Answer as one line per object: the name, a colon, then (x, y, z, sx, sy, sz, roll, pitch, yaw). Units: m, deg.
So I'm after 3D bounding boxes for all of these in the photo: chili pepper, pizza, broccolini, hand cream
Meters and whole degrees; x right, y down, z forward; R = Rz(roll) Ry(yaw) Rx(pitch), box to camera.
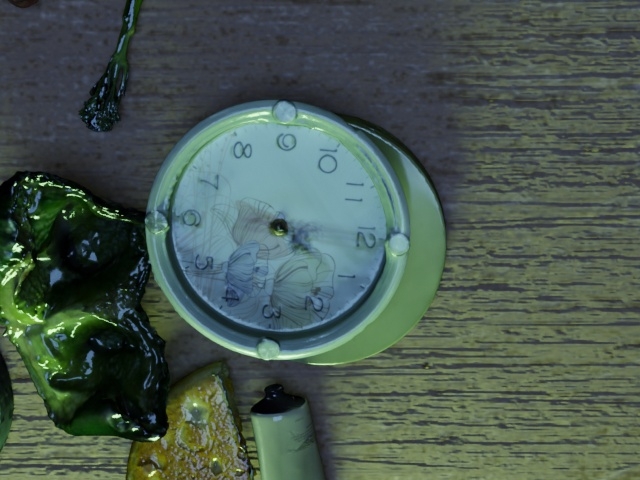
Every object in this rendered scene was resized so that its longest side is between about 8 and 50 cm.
chili pepper: (-0.219, 0.050, 1.459, 0.148, 0.116, 0.264, -10, 110, 37)
pizza: (-0.112, 0.198, 1.514, 0.131, 0.041, 0.178, 22, 102, 8)
broccolini: (-0.186, -0.165, 1.445, 0.035, 0.030, 0.140, 22, 101, 34)
hand cream: (-0.026, 0.224, 1.511, 0.087, 0.054, 0.186, -19, 105, -35)

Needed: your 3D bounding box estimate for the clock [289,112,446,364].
clock: (0.000, 0.000, 1.473, 0.235, 0.029, 0.235, 1, 105, 4)

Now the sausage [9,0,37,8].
sausage: (-0.293, -0.278, 1.415, 0.036, 0.042, 0.158, -16, 103, 45)

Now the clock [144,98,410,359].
clock: (-0.038, -0.012, 1.428, 0.236, 0.053, 0.236, 1, 103, 3)

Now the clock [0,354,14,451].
clock: (-0.401, 0.155, 1.521, 0.215, 0.042, 0.215, 1, 103, 3)
